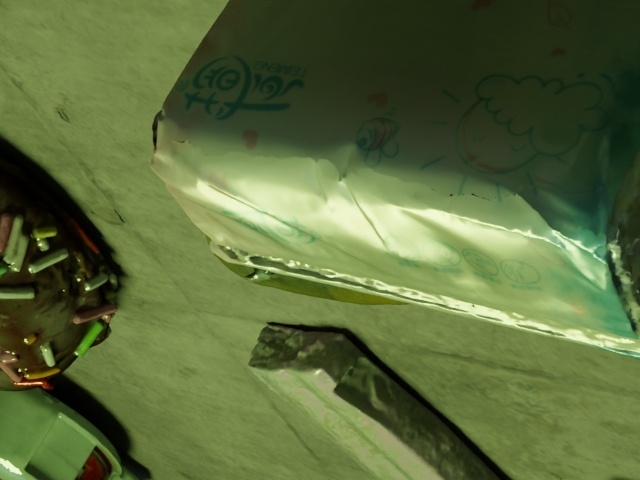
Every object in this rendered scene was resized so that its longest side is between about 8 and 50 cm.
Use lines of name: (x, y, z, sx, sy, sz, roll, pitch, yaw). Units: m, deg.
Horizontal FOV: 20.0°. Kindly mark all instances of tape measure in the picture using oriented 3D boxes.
tape measure: (-0.323, 0.222, 1.960, 0.243, 0.125, 0.246, 23, 156, 14)

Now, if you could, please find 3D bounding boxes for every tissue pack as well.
tissue pack: (0.076, -0.067, 0.913, 0.271, 0.201, 0.124, 12, 146, 32)

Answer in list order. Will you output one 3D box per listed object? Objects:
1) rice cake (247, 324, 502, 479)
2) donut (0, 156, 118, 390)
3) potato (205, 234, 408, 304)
rice cake: (0.069, 0.177, 1.533, 0.298, 0.050, 0.106, 44, 151, -25)
donut: (-0.317, 0.016, 1.571, 0.259, 0.136, 0.345, 8, 148, 45)
potato: (0.000, 0.000, 1.251, 0.188, 0.085, 0.105, 14, 152, 23)
